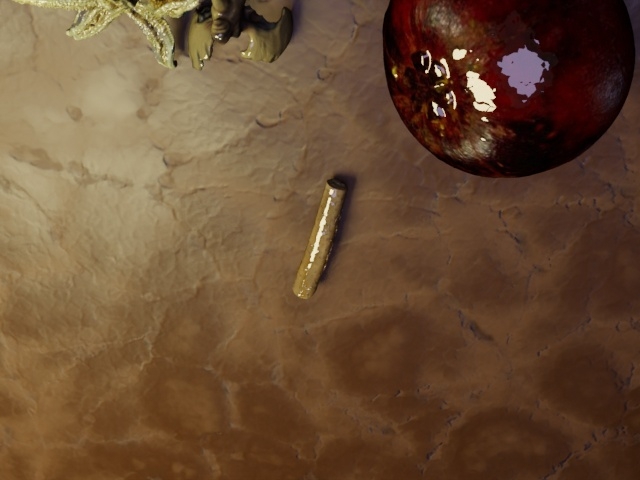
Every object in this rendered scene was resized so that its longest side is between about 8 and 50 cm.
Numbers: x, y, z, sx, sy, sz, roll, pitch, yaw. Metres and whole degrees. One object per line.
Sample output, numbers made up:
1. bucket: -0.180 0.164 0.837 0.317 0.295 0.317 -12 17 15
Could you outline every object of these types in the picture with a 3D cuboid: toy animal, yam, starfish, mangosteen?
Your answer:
1. toy animal: -0.059 -0.250 0.869 0.214 0.186 0.094 -46 77 3
2. yam: 0.000 0.000 1.049 0.032 0.032 0.145 15 119 -4
3. starfish: -0.203 -0.213 0.868 0.175 0.208 0.053 6 82 -19
4. mangosteen: 0.185 -0.186 0.848 0.261 0.235 0.236 -32 121 -26
